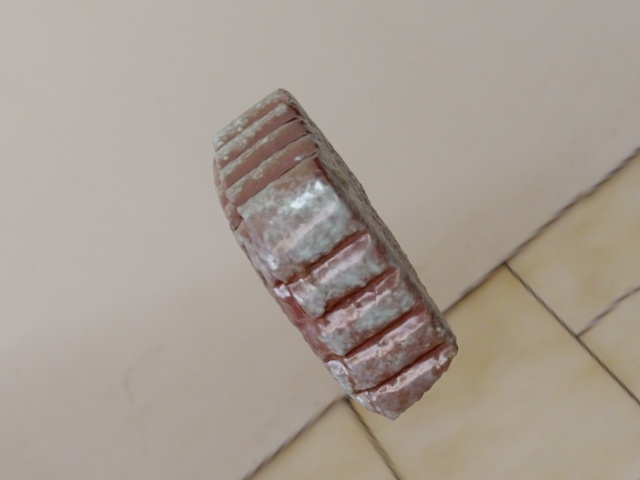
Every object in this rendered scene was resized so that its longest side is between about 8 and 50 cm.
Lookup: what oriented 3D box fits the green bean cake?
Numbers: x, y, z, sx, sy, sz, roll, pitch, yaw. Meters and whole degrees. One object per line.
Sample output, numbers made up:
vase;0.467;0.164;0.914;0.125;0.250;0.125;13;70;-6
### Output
green bean cake;0.000;0.000;1.005;0.097;0.198;0.233;-35;30;5
